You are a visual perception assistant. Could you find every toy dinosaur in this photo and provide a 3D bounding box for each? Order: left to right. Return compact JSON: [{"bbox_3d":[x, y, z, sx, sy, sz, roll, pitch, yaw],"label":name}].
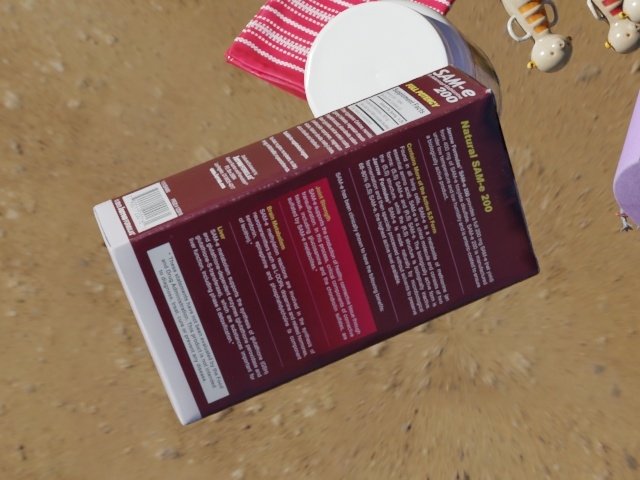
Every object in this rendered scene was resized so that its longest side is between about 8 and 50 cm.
[{"bbox_3d":[0.396,-0.050,1.778,0.047,0.090,0.082,-7,63,19],"label":"toy dinosaur"}]

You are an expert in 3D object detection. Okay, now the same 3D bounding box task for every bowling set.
[{"bbox_3d":[0.345,-0.287,1.516,0.287,0.200,0.154,-32,96,-26],"label":"bowling set"}]

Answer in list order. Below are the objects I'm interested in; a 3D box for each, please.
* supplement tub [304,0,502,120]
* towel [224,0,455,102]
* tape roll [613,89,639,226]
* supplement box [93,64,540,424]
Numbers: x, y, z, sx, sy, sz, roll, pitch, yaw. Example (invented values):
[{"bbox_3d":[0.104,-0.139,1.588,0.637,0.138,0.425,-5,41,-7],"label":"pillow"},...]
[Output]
[{"bbox_3d":[0.074,-0.129,1.244,0.144,0.200,0.144,-1,87,18],"label":"supplement tub"},{"bbox_3d":[0.033,-0.269,1.711,0.199,0.031,0.275,27,62,13],"label":"towel"},{"bbox_3d":[0.356,-0.045,1.024,0.275,0.275,0.090,17,74,6],"label":"tape roll"},{"bbox_3d":[0.000,0.000,0.859,0.239,0.073,0.130,-22,116,-8],"label":"supplement box"}]
